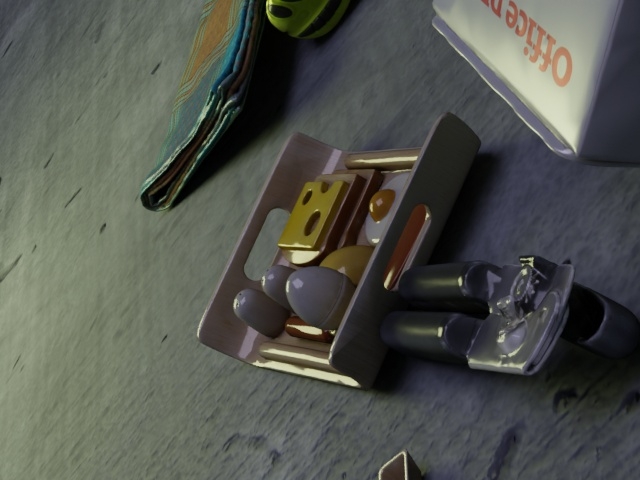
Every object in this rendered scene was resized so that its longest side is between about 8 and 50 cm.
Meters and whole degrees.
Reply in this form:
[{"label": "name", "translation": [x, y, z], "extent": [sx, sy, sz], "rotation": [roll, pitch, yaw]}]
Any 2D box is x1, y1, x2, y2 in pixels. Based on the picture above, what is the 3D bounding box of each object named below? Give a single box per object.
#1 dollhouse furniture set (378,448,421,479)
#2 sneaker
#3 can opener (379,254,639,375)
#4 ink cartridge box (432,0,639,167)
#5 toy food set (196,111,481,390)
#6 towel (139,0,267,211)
[{"label": "dollhouse furniture set", "translation": [0.022, 0.199, 1.146], "extent": [0.091, 0.081, 0.114], "rotation": [-44, 30, 33]}, {"label": "sneaker", "translation": [0.031, -0.348, 1.681], "extent": [0.295, 0.109, 0.123], "rotation": [-50, 31, 23]}, {"label": "can opener", "translation": [0.126, 0.060, 1.126], "extent": [0.076, 0.095, 0.283], "rotation": [-67, 12, -8]}, {"label": "ink cartridge box", "translation": [0.217, -0.268, 1.004], "extent": [0.279, 0.160, 0.385], "rotation": [-119, 37, -59]}, {"label": "toy food set", "translation": [0.000, 0.000, 1.384], "extent": [0.306, 0.092, 0.220], "rotation": [3, 67, 65]}, {"label": "towel", "translation": [-0.113, -0.239, 1.872], "extent": [0.271, 0.040, 0.370], "rotation": [-47, 26, 54]}]
